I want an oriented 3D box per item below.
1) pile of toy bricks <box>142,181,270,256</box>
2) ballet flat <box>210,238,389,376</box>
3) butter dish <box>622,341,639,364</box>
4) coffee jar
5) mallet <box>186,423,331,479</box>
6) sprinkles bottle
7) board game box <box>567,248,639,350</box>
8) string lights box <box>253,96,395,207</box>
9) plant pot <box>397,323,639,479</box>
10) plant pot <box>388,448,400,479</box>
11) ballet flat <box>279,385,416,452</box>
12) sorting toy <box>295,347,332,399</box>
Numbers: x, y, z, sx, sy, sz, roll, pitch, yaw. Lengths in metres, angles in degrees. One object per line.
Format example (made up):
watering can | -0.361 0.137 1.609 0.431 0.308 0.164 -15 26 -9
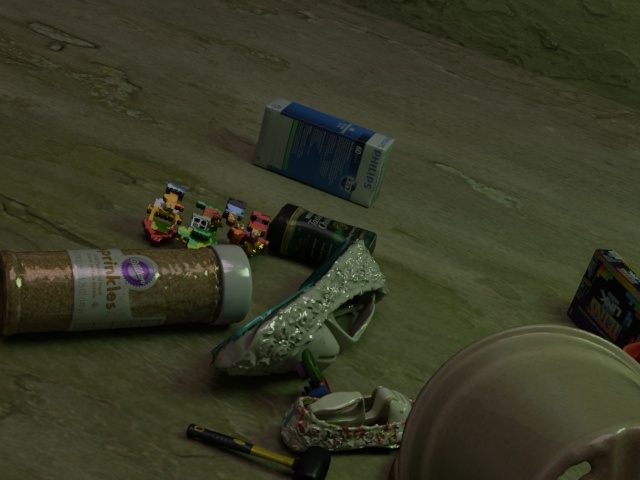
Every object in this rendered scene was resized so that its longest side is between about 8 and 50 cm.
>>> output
pile of toy bricks | -0.191 -0.009 1.622 0.212 0.118 0.105 20 60 -9
ballet flat | -0.002 0.116 1.457 0.147 0.147 0.409 26 31 18
butter dish | 0.591 0.210 1.544 0.160 0.118 0.160 -4 62 -33
coffee jar | 0.000 0.000 1.701 0.184 0.079 0.096 19 29 7
mallet | -0.077 0.266 1.247 0.189 0.039 0.062 20 30 16
sprinkles bottle | -0.281 0.070 1.402 0.355 0.121 0.121 -1 33 -27
board game box | 0.510 0.118 1.675 0.048 0.141 0.170 4 30 -25
string lights box | 0.005 -0.179 1.962 0.259 0.133 0.077 22 29 10
plant pot | 0.266 0.268 0.987 0.334 0.334 0.305 13 1 -4
plant pot | 0.212 0.302 1.243 0.237 0.110 0.237 11 29 -6
ballet flat | 0.059 0.238 1.315 0.241 0.077 0.091 -3 33 -31
sorting toy | -0.016 0.200 1.344 0.042 0.102 0.061 -24 37 2
